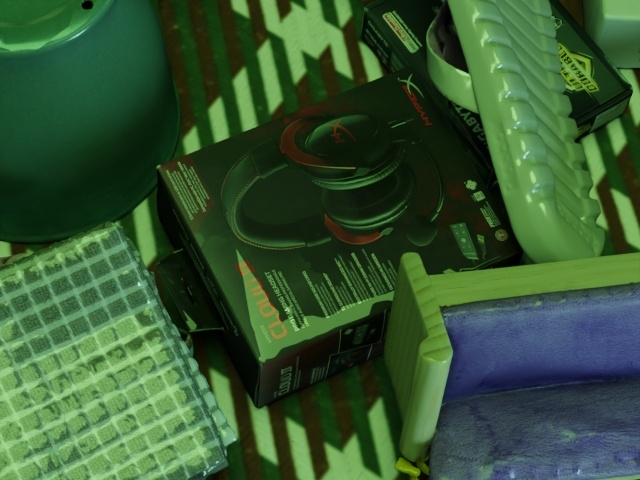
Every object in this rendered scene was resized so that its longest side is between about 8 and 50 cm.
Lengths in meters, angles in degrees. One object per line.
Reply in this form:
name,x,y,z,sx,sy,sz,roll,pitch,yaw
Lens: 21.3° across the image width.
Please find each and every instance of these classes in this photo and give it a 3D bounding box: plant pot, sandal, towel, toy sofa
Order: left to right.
plant pot,-0.265,-0.174,1.535,0.271,0.255,0.272,1,63,-2
towel,-0.234,0.135,1.381,0.283,0.121,0.235,-26,80,-11
sandal,0.151,-0.151,1.569,0.102,0.169,0.416,-27,57,29
toy sofa,0.244,0.101,1.431,0.362,0.150,0.177,-6,51,-11

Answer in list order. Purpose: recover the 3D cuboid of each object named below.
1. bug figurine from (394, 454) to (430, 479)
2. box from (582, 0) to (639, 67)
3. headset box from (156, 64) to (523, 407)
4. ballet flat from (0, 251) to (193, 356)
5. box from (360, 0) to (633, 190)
bug figurine,0.168,0.283,1.424,0.279,0.072,0.216,29,59,16
box,0.333,-0.266,1.708,0.130,0.091,0.170,2,63,-2
headset box,0.000,0.000,1.540,0.293,0.110,0.218,-22,67,-14
ballet flat,-0.209,0.055,1.504,0.221,0.079,0.077,28,30,3
box,0.171,-0.176,1.675,0.175,0.051,0.220,-29,68,-17
